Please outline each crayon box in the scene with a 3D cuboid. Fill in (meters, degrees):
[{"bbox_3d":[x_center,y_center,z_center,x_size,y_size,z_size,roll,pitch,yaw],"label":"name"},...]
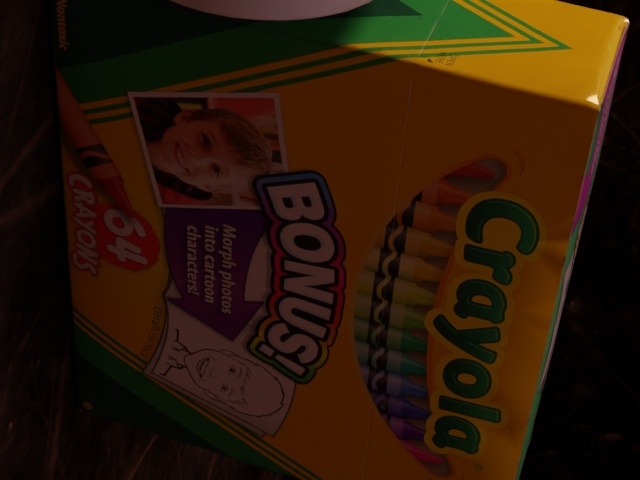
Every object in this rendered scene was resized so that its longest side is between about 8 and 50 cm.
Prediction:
[{"bbox_3d":[0.000,0.000,0.935,0.106,0.313,0.363,-60,161,-46],"label":"crayon box"}]

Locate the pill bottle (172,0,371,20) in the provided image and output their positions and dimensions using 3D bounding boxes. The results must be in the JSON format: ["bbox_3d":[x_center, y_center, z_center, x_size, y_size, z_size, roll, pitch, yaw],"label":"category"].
[{"bbox_3d":[-0.012,-0.318,0.674,0.229,0.229,0.407,-59,163,-48],"label":"pill bottle"}]
